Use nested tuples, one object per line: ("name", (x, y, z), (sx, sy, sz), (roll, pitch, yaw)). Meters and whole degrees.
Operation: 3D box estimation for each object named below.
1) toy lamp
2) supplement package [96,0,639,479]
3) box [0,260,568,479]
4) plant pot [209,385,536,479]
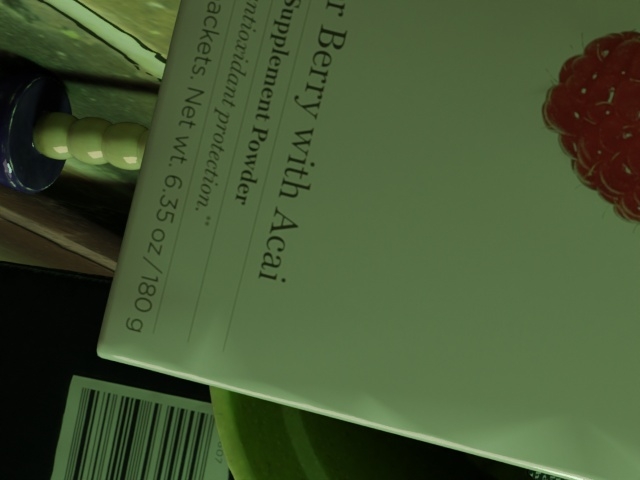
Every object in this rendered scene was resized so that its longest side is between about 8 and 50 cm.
("toy lamp", (-0.110, -0.055, 0.986), (0.274, 0.080, 0.080), (11, 167, 23))
("supplement package", (0.091, -0.014, 0.605), (0.293, 0.178, 0.175), (14, -176, 3))
("box", (-0.019, 0.206, 1.374), (0.480, 0.297, 0.471), (7, 174, 33))
("plant pot", (0.115, 0.069, 0.921), (0.276, 0.276, 0.254), (10, 179, 23))
